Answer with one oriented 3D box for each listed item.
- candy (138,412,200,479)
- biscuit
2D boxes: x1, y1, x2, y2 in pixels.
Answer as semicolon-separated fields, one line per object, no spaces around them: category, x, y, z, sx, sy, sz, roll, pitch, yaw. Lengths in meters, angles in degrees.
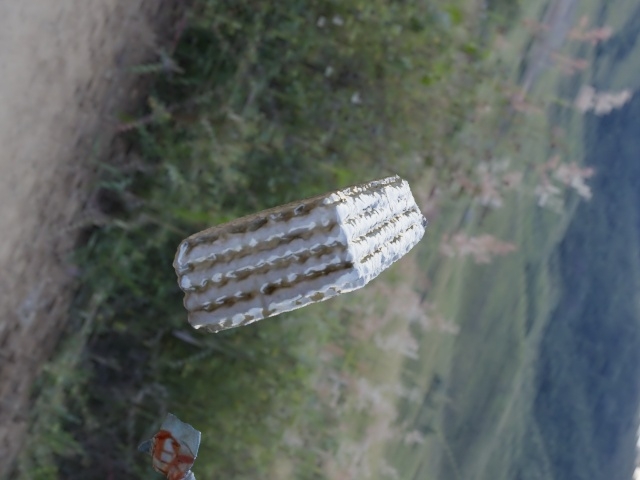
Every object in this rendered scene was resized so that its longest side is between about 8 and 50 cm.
candy;-0.104;0.263;1.027;0.059;0.086;0.292;-72;158;-71
biscuit;0.000;0.000;1.184;0.426;0.144;0.078;-30;102;-79
